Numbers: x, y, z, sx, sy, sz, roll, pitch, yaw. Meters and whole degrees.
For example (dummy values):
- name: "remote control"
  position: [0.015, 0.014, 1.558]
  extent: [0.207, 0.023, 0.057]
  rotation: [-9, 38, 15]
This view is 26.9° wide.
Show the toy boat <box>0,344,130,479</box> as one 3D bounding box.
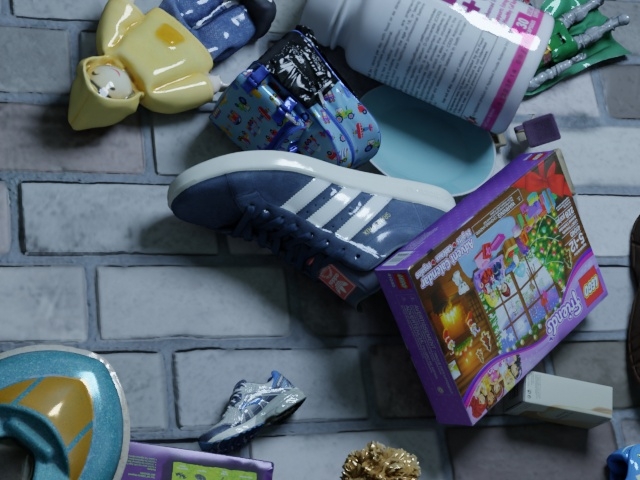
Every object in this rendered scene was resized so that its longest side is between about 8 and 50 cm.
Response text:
- name: "toy boat"
  position: [-0.233, 0.241, 1.260]
  extent: [0.318, 0.148, 0.267]
  rotation: [36, 61, -2]

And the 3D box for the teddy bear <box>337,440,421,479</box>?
- name: "teddy bear"
  position: [0.022, 0.346, 1.328]
  extent: [0.338, 0.113, 0.245]
  rotation: [-26, 76, -27]

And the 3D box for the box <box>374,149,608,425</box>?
- name: "box"
  position: [0.205, 0.049, 1.537]
  extent: [0.293, 0.057, 0.200]
  rotation: [-37, 112, -37]

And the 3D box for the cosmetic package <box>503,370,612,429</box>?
- name: "cosmetic package"
  position: [0.279, 0.188, 1.571]
  extent: [0.115, 0.060, 0.041]
  rotation: [12, 66, -13]

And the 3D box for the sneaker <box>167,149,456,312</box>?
- name: "sneaker"
  position: [0.000, 0.000, 1.509]
  extent: [0.350, 0.131, 0.148]
  rotation: [6, 63, -17]

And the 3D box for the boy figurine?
- name: "boy figurine"
  position: [-0.191, -0.227, 1.562]
  extent: [0.285, 0.092, 0.177]
  rotation: [-37, 87, -32]

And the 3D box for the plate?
- name: "plate"
  position: [0.126, -0.121, 1.650]
  extent: [0.188, 0.024, 0.188]
  rotation: [10, 50, -13]

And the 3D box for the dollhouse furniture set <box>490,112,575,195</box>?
- name: "dollhouse furniture set"
  position: [0.279, -0.106, 1.727]
  extent: [0.114, 0.091, 0.081]
  rotation: [69, 20, -9]

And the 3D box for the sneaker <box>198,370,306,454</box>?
- name: "sneaker"
  position: [-0.083, 0.185, 1.451]
  extent: [0.135, 0.052, 0.058]
  rotation: [-26, 69, -35]

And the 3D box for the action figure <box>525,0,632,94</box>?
- name: "action figure"
  position: [0.308, -0.260, 1.777]
  extent: [0.232, 0.063, 0.137]
  rotation: [-34, 86, -25]

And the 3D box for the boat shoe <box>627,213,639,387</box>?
- name: "boat shoe"
  position: [0.447, 0.078, 1.662]
  extent: [0.095, 0.095, 0.257]
  rotation: [18, 62, -19]

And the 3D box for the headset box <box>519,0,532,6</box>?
- name: "headset box"
  position: [0.248, -0.331, 1.799]
  extent: [0.083, 0.032, 0.062]
  rotation: [29, 62, -8]

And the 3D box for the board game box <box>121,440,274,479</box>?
- name: "board game box"
  position: [-0.224, 0.304, 1.346]
  extent: [0.347, 0.056, 0.208]
  rotation: [11, 60, -15]

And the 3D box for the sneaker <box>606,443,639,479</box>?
- name: "sneaker"
  position: [0.418, 0.261, 1.573]
  extent: [0.126, 0.091, 0.240]
  rotation: [43, 61, 2]

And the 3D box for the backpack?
- name: "backpack"
  position: [-0.023, -0.136, 1.549]
  extent: [0.173, 0.158, 0.117]
  rotation: [47, 61, -5]

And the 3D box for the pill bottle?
- name: "pill bottle"
  position: [0.128, -0.257, 1.638]
  extent: [0.283, 0.160, 0.160]
  rotation: [24, 61, 2]
